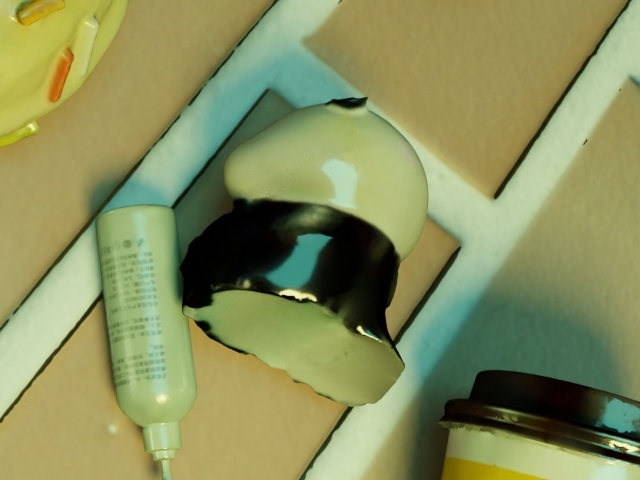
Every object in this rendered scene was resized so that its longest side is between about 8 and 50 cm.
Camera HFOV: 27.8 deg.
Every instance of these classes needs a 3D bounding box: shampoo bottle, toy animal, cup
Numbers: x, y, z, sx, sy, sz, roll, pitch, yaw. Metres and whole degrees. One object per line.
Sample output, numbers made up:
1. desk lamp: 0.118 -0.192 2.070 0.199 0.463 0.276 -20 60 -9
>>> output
1. shampoo bottle: -0.112 0.076 0.856 0.056 0.056 0.195 -4 78 -20
2. toy animal: 0.000 0.000 0.876 0.166 0.138 0.179 45 57 -49
3. cup: 0.145 0.229 0.843 0.196 0.196 0.280 20 80 -13

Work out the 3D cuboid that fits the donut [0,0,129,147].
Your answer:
1. donut: -0.285 -0.203 0.817 0.371 0.150 0.307 -9 80 -21
